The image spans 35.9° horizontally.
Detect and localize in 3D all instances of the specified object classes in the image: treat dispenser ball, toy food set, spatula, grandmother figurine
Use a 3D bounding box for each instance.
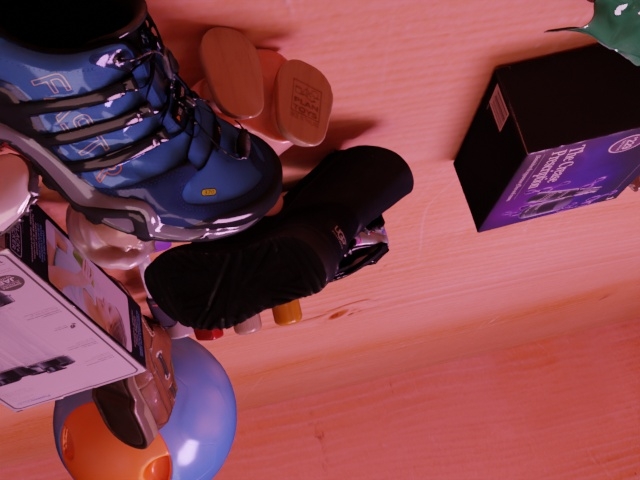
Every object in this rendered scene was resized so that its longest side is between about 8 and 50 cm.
[{"bbox_3d":[-0.277,0.281,1.566,0.288,0.288,0.288,-14,165,-4],"label":"treat dispenser ball"},{"bbox_3d":[-0.145,0.077,1.400,0.232,0.105,0.111,-5,-171,42],"label":"toy food set"},{"bbox_3d":[-0.217,0.055,1.262,0.084,0.030,0.296,-13,152,-6],"label":"spatula"},{"bbox_3d":[-0.129,-0.060,0.885,0.207,0.104,0.342,28,146,-28],"label":"grandmother figurine"}]

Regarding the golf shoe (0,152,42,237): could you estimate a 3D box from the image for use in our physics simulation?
[{"bbox_3d":[-0.332,-0.030,0.815,0.198,0.077,0.094,-18,164,4],"label":"golf shoe"}]

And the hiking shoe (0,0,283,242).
[{"bbox_3d":[-0.130,-0.088,0.628,0.304,0.113,0.132,21,138,-37],"label":"hiking shoe"}]

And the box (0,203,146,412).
[{"bbox_3d":[-0.313,0.066,0.997,0.169,0.087,0.290,-18,147,9],"label":"box"}]

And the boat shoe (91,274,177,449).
[{"bbox_3d":[-0.260,0.143,1.317,0.104,0.110,0.307,-52,153,-39],"label":"boat shoe"}]

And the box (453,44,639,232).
[{"bbox_3d":[0.265,-0.109,1.073,0.184,0.103,0.261,-16,165,-6],"label":"box"}]

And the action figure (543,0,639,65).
[{"bbox_3d":[0.295,-0.196,0.860,0.137,0.063,0.232,-27,157,30],"label":"action figure"}]

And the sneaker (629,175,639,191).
[{"bbox_3d":[0.484,-0.113,1.321,0.188,0.071,0.066,-14,165,-5],"label":"sneaker"}]

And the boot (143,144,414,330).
[{"bbox_3d":[-0.038,-0.007,1.025,0.246,0.094,0.207,-16,-161,37],"label":"boot"}]

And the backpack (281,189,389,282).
[{"bbox_3d":[-0.012,-0.003,1.148,0.182,0.115,0.152,-15,176,-5],"label":"backpack"}]
